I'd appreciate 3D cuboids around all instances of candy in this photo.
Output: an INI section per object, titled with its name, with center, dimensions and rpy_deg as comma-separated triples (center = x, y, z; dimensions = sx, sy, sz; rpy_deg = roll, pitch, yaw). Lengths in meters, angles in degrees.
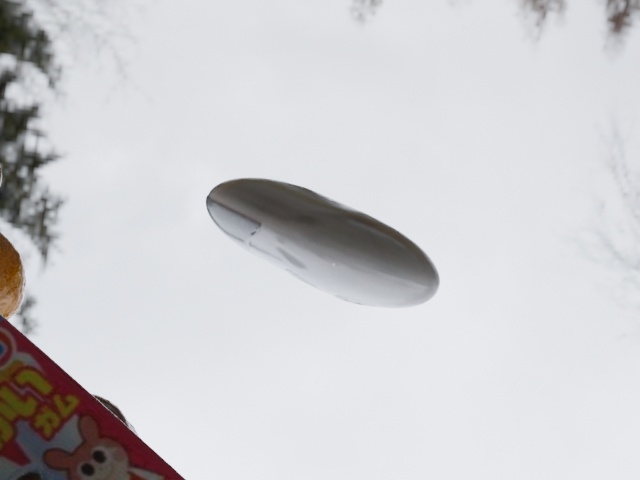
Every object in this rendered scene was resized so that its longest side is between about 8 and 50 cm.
[candy]
center = -0.250, 0.201, 1.243
dimensions = 0.306, 0.100, 0.157
rpy_deg = 42, -114, 0

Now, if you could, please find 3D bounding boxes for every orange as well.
[orange]
center = -0.401, 0.046, 1.626
dimensions = 0.136, 0.135, 0.117
rpy_deg = 6, -146, -17

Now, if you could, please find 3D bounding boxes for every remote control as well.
[remote control]
center = 0.000, 0.000, 1.677
dimensions = 0.221, 0.103, 0.332
rpy_deg = 20, -175, -39

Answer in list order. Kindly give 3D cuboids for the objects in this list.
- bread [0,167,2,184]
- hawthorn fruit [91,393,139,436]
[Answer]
[bread]
center = -0.639, -0.091, 2.518
dimensions = 0.173, 0.085, 0.134
rpy_deg = -28, -153, 12
[hawthorn fruit]
center = -0.339, 0.297, 1.811
dimensions = 0.235, 0.263, 0.231
rpy_deg = -21, 159, 23
